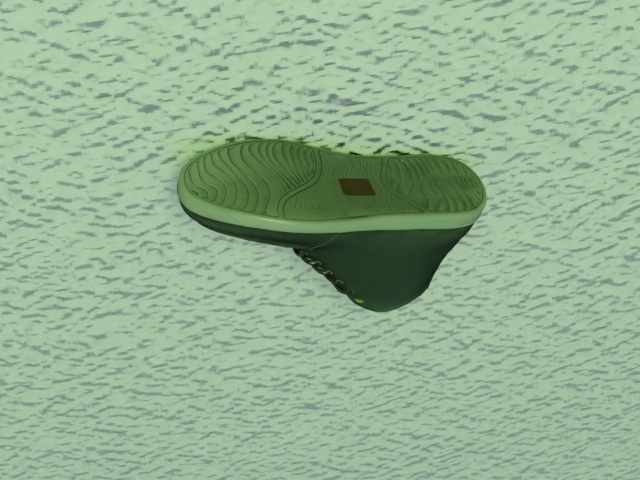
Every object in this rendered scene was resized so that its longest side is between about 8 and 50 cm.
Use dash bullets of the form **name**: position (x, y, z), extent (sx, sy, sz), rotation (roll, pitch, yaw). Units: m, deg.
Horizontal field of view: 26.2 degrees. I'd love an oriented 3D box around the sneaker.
- **sneaker**: position (0.000, 0.000, 0.977), extent (0.222, 0.083, 0.118), rotation (4, 136, -18)
